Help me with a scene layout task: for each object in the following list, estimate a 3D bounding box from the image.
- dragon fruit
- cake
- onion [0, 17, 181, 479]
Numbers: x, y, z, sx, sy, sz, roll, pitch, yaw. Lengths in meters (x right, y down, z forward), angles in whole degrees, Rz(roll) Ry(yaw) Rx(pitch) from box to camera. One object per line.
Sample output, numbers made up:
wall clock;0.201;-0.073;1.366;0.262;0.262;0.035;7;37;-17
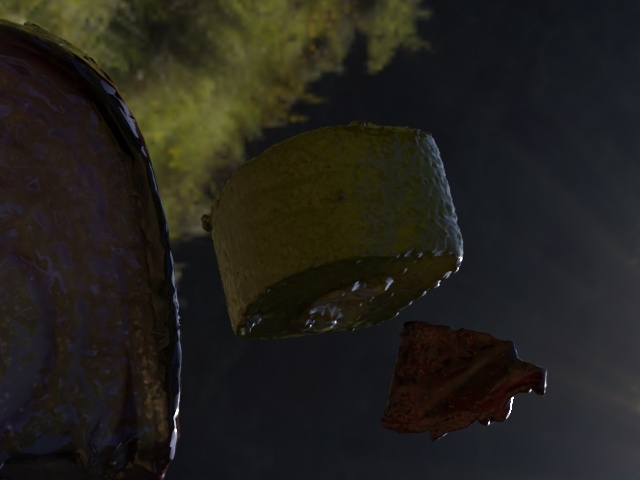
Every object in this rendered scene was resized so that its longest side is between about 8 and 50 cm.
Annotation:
dragon fruit;0.114;0.127;1.161;0.063;0.131;0.097;-63;157;-49
cake;0.000;0.000;1.268;0.260;0.179;0.156;134;-50;-58
onion;-0.190;0.024;0.696;0.230;0.272;0.256;152;-40;-73
